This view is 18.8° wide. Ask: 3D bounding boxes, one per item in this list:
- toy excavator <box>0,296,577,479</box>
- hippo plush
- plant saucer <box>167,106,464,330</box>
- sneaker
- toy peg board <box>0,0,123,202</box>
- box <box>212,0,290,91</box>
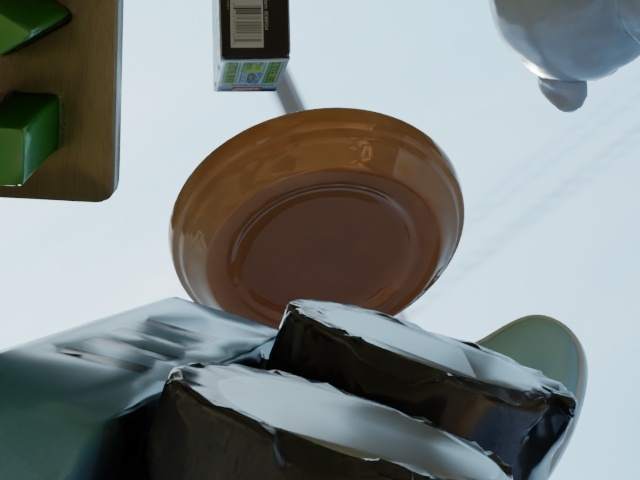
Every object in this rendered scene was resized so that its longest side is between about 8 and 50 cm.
[{"bbox_3d":[-0.151,0.086,0.702,0.445,0.222,0.433,19,-173,9],"label":"toy excavator"},{"bbox_3d":[0.235,-0.150,1.254,0.236,0.234,0.294,-19,-165,49],"label":"hippo plush"},{"bbox_3d":[0.000,0.000,1.275,0.200,0.200,0.037,-22,-137,7],"label":"plant saucer"},{"bbox_3d":[0.104,0.195,1.612,0.366,0.135,0.150,-49,167,-17],"label":"sneaker"},{"bbox_3d":[-0.149,-0.090,0.625,0.160,0.161,0.079,3,-168,2],"label":"toy peg board"},{"bbox_3d":[-0.039,-0.188,1.014,0.036,0.207,0.114,-1,177,-5],"label":"box"}]
